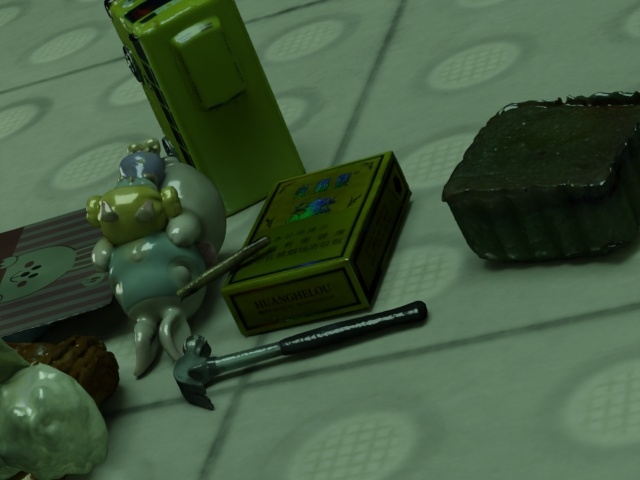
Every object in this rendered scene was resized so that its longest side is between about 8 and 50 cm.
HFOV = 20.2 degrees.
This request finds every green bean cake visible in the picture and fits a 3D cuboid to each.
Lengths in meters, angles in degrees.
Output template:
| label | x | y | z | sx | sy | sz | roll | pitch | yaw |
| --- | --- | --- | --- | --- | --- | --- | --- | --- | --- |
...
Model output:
| label | x | y | z | sx | sy | sz | roll | pitch | yaw |
| --- | --- | --- | --- | --- | --- | --- | --- | --- | --- |
| green bean cake | 0.226 | -0.057 | 1.679 | 0.181 | 0.094 | 0.173 | -5 | 31 | 33 |

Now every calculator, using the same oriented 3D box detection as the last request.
| label | x | y | z | sx | sy | sz | roll | pitch | yaw |
| --- | --- | --- | --- | --- | --- | --- | --- | --- | --- |
| calculator | -0.352 | 0.075 | 1.975 | 0.210 | 0.039 | 0.121 | -2 | 33 | 37 |

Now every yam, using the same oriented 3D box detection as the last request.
| label | x | y | z | sx | sy | sz | roll | pitch | yaw |
| --- | --- | --- | --- | --- | --- | --- | --- | --- | --- |
| yam | -0.094 | 0.026 | 1.741 | 0.107 | 0.014 | 0.014 | -33 | 25 | 2 |

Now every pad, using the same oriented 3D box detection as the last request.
| label | x | y | z | sx | sy | sz | roll | pitch | yaw |
| --- | --- | --- | --- | --- | --- | --- | --- | --- | --- |
| pad | -0.305 | 0.031 | 1.972 | 0.202 | 0.005 | 0.300 | -16 | 23 | 8 |

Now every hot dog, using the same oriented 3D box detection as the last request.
| label | x | y | z | sx | sy | sz | roll | pitch | yaw |
| --- | --- | --- | --- | --- | --- | --- | --- | --- | --- |
| hot dog | -0.284 | 0.155 | 1.666 | 0.175 | 0.114 | 0.259 | -13 | 27 | 19 |

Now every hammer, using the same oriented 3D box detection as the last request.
| label | x | y | z | sx | sy | sz | roll | pitch | yaw |
| --- | --- | --- | --- | --- | --- | --- | --- | --- | --- |
| hammer | -0.020 | 0.098 | 1.661 | 0.246 | 0.029 | 0.103 | -15 | 26 | 14 |

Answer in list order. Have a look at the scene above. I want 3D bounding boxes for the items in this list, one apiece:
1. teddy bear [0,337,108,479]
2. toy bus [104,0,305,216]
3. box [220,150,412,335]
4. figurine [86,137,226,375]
| label | x | y | z | sx | sy | sz | roll | pitch | yaw |
| --- | --- | --- | --- | --- | --- | --- | --- | --- | --- |
| teddy bear | -0.406 | 0.233 | 1.391 | 0.375 | 0.327 | 0.362 | -26 | 18 | 49 |
| toy bus | -0.127 | -0.171 | 2.012 | 0.128 | 0.262 | 0.150 | -29 | 28 | -12 |
| box | 0.000 | 0.000 | 1.795 | 0.141 | 0.064 | 0.220 | -15 | 27 | 22 |
| figurine | -0.166 | 0.015 | 1.812 | 0.127 | 0.155 | 0.235 | -5 | 32 | 6 |
